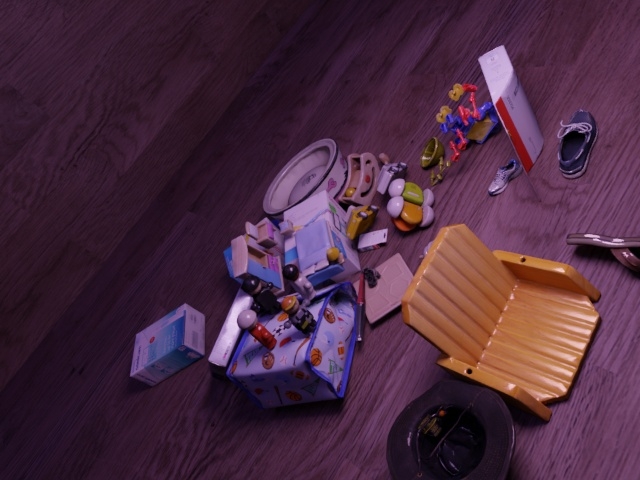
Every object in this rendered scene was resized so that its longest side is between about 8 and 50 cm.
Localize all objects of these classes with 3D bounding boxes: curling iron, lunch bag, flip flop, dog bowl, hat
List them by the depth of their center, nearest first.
[{"bbox_3d":[0.311,0.480,1.068,0.331,0.134,0.331,-36,20,16],"label":"hat"},{"bbox_3d":[0.733,0.032,1.128,0.277,0.112,0.080,11,90,44],"label":"flip flop"},{"bbox_3d":[0.139,0.194,1.494,0.068,0.035,0.273,-16,43,36],"label":"curling iron"},{"bbox_3d":[-0.069,0.298,1.501,0.328,0.238,0.385,-17,31,31],"label":"lunch bag"},{"bbox_3d":[-0.044,-0.222,1.955,0.408,0.150,0.407,-34,30,23],"label":"dog bowl"}]

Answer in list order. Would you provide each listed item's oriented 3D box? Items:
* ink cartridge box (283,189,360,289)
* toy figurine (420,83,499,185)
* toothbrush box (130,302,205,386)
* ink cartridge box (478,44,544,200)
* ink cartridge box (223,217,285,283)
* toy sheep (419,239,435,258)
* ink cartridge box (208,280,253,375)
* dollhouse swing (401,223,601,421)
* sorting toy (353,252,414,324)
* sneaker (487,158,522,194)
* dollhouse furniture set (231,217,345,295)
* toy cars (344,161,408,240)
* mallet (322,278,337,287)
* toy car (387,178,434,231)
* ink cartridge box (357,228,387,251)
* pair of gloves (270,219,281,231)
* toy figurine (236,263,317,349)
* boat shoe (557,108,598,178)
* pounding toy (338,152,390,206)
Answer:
[{"bbox_3d":[0.000,0.000,1.721,0.197,0.198,0.270,-28,42,21],"label":"ink cartridge box"},{"bbox_3d":[0.522,-0.357,1.638,0.362,0.217,0.191,112,149,-51],"label":"toy figurine"},{"bbox_3d":[-0.627,0.432,1.953,0.296,0.126,0.216,-32,40,18],"label":"toothbrush box"},{"bbox_3d":[0.601,-0.354,1.413,0.091,0.308,0.384,-24,43,26],"label":"ink cartridge box"},{"bbox_3d":[-0.235,0.065,1.893,0.233,0.171,0.168,-39,39,8],"label":"ink cartridge box"},{"bbox_3d":[0.364,0.037,1.459,0.132,0.091,0.091,-26,40,43],"label":"toy sheep"},{"bbox_3d":[-0.296,0.308,1.662,0.324,0.072,0.330,114,178,-64],"label":"ink cartridge box"},{"bbox_3d":[0.427,0.161,1.114,0.315,0.305,0.346,15,66,48],"label":"dollhouse swing"},{"bbox_3d":[0.213,0.155,1.528,0.193,0.038,0.208,-36,35,11],"label":"sorting toy"},{"bbox_3d":[0.578,-0.206,1.502,0.135,0.058,0.052,-47,38,-1],"label":"sneaker"},{"bbox_3d":[-0.102,-0.007,1.500,0.304,0.198,0.286,-26,55,22],"label":"dollhouse furniture set"},{"bbox_3d":[0.188,-0.157,1.687,0.087,0.176,0.393,30,71,17],"label":"toy cars"},{"bbox_3d":[-0.023,0.182,1.687,0.190,0.062,0.039,-21,43,28],"label":"mallet"},{"bbox_3d":[0.297,-0.112,1.623,0.136,0.159,0.181,122,162,-53],"label":"toy car"},{"bbox_3d":[0.192,0.000,1.686,0.115,0.029,0.062,-14,47,32],"label":"ink cartridge box"},{"bbox_3d":[-0.203,-0.035,2.073,0.159,0.023,0.198,-37,38,10],"label":"pair of gloves"},{"bbox_3d":[-0.123,0.179,1.351,0.210,0.148,0.213,-23,35,20],"label":"toy figurine"},{"bbox_3d":[0.760,-0.304,1.410,0.095,0.079,0.254,6,60,45],"label":"boat shoe"},{"bbox_3d":[0.186,-0.252,1.815,0.155,0.154,0.269,5,60,44],"label":"pounding toy"}]
